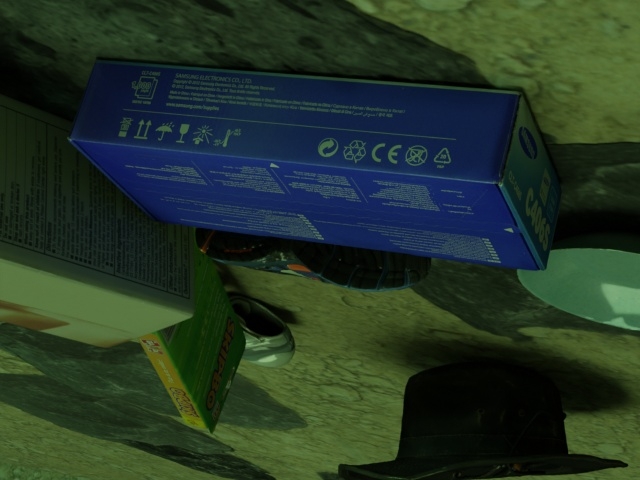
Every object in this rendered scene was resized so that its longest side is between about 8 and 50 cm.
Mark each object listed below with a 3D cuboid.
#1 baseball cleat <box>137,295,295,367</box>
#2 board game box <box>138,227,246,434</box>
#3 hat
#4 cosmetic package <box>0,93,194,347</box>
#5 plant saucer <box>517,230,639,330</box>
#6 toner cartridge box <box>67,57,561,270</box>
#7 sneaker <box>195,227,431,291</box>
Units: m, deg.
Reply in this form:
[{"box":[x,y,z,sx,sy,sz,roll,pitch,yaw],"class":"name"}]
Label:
[{"box":[-0.130,0.094,1.676,0.205,0.072,0.109,6,147,11],"class":"baseball cleat"},{"box":[-0.134,0.097,1.498,0.039,0.124,0.259,9,150,20],"class":"board game box"},{"box":[0.183,0.210,1.639,0.331,0.134,0.331,-2,170,0],"class":"hat"},{"box":[-0.255,-0.019,1.188,0.129,0.153,0.296,-21,150,37],"class":"cosmetic package"},{"box":[0.265,0.030,1.200,0.195,0.037,0.195,13,162,4],"class":"plant saucer"},{"box":[-0.002,-0.059,1.092,0.347,0.075,0.165,7,161,23],"class":"toner cartridge box"},{"box":[0.000,0.000,1.284,0.221,0.083,0.087,13,176,24],"class":"sneaker"}]
